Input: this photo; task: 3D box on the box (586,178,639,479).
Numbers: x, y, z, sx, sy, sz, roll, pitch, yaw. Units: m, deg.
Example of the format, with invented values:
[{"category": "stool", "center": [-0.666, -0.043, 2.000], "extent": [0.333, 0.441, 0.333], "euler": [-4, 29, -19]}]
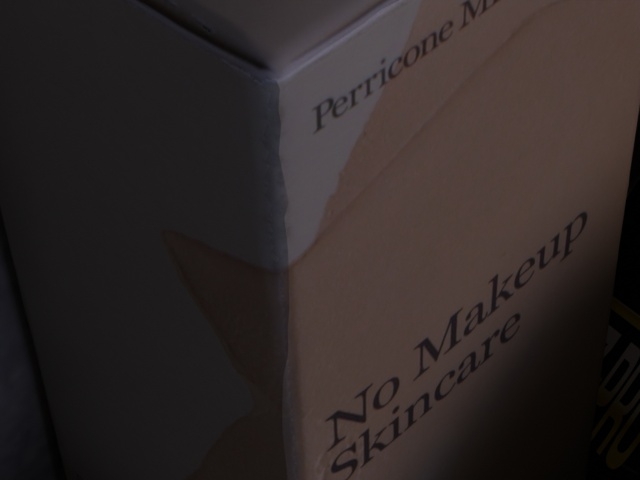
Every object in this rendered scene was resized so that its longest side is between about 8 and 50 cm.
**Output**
[{"category": "box", "center": [0.143, 0.101, 0.654], "extent": [0.318, 0.097, 0.395], "euler": [-54, -171, 5]}]

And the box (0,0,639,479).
[{"category": "box", "center": [0.000, 0.000, 0.526], "extent": [0.148, 0.121, 0.311], "euler": [-39, 149, -25]}]
